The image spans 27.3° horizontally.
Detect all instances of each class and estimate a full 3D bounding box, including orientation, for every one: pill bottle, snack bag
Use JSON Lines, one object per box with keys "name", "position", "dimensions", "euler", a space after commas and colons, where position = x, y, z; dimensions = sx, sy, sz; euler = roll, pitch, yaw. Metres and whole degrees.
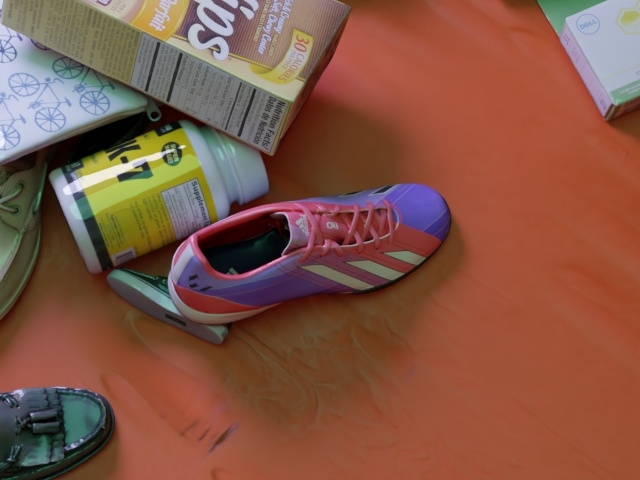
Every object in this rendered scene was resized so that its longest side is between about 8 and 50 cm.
{"name": "pill bottle", "position": [-0.168, -0.056, 1.382], "dimensions": [0.208, 0.119, 0.119], "euler": [-23, 72, -11]}
{"name": "snack bag", "position": [-0.273, -0.251, 1.425], "dimensions": [0.342, 0.037, 0.323], "euler": [-23, 66, -31]}

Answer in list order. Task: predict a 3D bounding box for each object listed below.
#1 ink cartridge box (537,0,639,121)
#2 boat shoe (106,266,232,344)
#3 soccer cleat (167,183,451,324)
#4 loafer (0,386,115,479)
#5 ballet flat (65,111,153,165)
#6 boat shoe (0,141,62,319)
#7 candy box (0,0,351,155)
{"name": "ink cartridge box", "position": [0.348, -0.270, 1.499], "dimensions": [0.171, 0.056, 0.235], "euler": [-23, 74, -8]}
{"name": "boat shoe", "position": [-0.156, 0.061, 1.383], "dimensions": [0.142, 0.049, 0.040], "euler": [27, 62, 4]}
{"name": "soccer cleat", "position": [0.000, 0.000, 1.352], "dimensions": [0.318, 0.116, 0.109], "euler": [-15, 68, -18]}
{"name": "loafer", "position": [-0.340, 0.201, 1.308], "dimensions": [0.267, 0.084, 0.096], "euler": [-11, 71, -4]}
{"name": "ballet flat", "position": [-0.224, -0.131, 1.447], "dimensions": [0.057, 0.049, 0.173], "euler": [24, 72, 7]}
{"name": "boat shoe", "position": [-0.342, -0.057, 1.393], "dimensions": [0.109, 0.098, 0.302], "euler": [13, 70, 4]}
{"name": "candy box", "position": [-0.147, -0.234, 1.371], "dimensions": [0.316, 0.088, 0.183], "euler": [25, 47, 2]}
